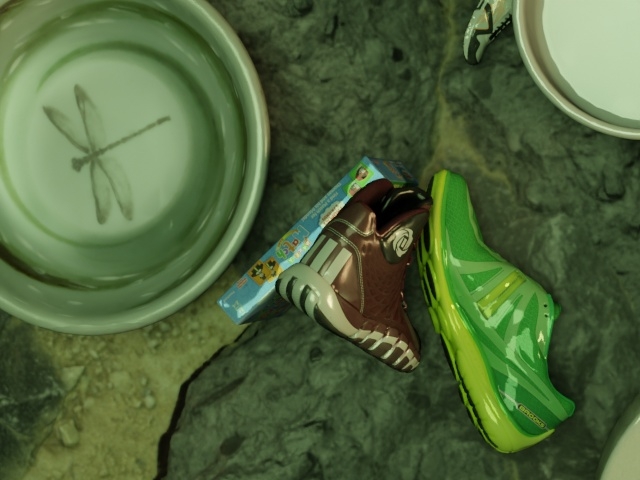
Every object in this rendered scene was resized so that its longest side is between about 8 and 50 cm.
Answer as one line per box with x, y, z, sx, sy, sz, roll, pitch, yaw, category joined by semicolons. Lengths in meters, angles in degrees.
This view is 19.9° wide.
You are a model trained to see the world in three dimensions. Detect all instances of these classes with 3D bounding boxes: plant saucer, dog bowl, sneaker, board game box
-0.235;-0.100;1.964;0.400;0.100;0.400;0;91;15;plant saucer
0.327;-0.230;1.810;0.265;0.104;0.265;0;91;14;dog bowl
0.180;-0.231;1.883;0.044;0.040;0.109;22;97;12;sneaker
0.072;0.030;1.799;0.106;0.281;0.162;34;90;23;sneaker
0.177;0.066;1.868;0.123;0.109;0.295;-17;84;-8;sneaker
0.000;0.000;1.871;0.211;0.160;0.039;-43;81;12;board game box

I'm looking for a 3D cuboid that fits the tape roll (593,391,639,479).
0.451;0.271;1.724;0.392;0.072;0.392;2;103;8;tape roll
